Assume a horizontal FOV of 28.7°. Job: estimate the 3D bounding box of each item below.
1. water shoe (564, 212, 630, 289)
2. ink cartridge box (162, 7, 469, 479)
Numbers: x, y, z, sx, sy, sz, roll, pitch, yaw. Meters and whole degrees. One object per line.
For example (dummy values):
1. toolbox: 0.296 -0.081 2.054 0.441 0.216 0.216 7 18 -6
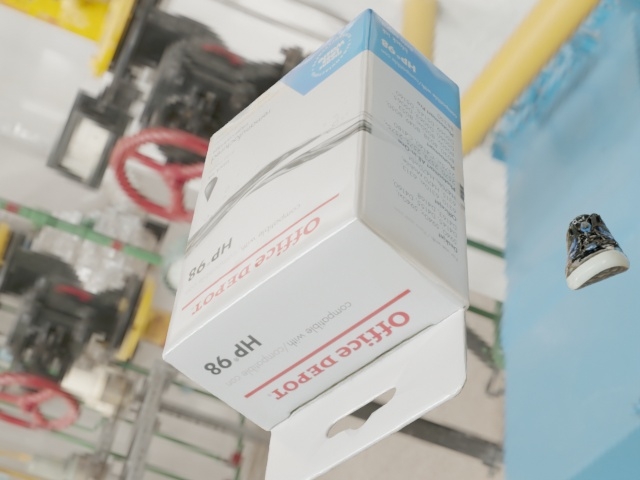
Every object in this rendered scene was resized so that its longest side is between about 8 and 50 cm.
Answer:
1. water shoe: 0.309 0.010 1.457 0.203 0.073 0.080 12 -124 -81
2. ink cartridge box: 0.000 0.000 0.491 0.104 0.060 0.180 -36 29 29
